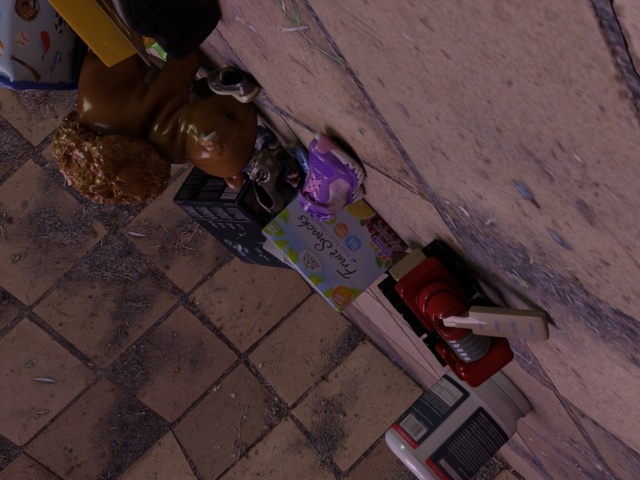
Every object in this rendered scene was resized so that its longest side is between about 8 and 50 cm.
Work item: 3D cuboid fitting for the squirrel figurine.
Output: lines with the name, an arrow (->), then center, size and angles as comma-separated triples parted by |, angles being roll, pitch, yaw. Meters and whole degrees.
squirrel figurine -> -0.328, -0.203, 1.742 | 0.370, 0.397, 0.281 | 31, 158, 21

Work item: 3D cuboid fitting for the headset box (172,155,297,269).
headset box -> -0.146, -0.055, 1.956 | 0.246, 0.131, 0.283 | 5, 148, 48

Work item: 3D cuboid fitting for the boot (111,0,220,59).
boot -> -0.293, -0.424, 1.210 | 0.284, 0.138, 0.377 | 46, -178, 7

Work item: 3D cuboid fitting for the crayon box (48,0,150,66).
crayon box -> -0.407, -0.451, 1.491 | 0.203, 0.083, 0.322 | 52, -166, -54

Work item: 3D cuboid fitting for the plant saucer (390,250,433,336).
plant saucer -> 0.186, 0.098, 1.479 | 0.198, 0.036, 0.198 | 54, -164, -24

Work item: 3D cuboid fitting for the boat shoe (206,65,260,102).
boat shoe -> -0.163, -0.293, 1.562 | 0.152, 0.056, 0.049 | 26, 156, 47

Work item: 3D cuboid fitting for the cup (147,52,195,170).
cup -> -0.405, -0.300, 2.163 | 0.237, 0.331, 0.331 | 16, 160, 26

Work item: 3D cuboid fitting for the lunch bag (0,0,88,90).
lunch bag -> -0.581, -0.466, 1.730 | 0.239, 0.327, 0.385 | 10, -171, 8

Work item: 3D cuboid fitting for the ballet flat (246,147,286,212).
ballet flat -> -0.111, -0.107, 1.688 | 0.084, 0.058, 0.250 | 43, 166, 9

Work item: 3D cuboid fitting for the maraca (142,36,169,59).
maraca -> -0.337, -0.425, 1.649 | 0.186, 0.099, 0.127 | 35, 132, 15

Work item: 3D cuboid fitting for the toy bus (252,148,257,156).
toy bus -> -0.191, -0.211, 1.998 | 0.191, 0.104, 0.202 | 25, 154, 4

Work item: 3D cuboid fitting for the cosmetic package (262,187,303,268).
cosmetic package -> 0.000, 0.000, 1.705 | 0.151, 0.151, 0.184 | 32, 179, -17

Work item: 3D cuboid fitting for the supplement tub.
supplement tub -> 0.289, 0.390, 1.812 | 0.191, 0.272, 0.191 | 46, 174, 6

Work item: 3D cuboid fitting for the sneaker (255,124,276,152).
sneaker -> -0.120, -0.210, 1.852 | 0.058, 0.052, 0.135 | 55, 169, 15

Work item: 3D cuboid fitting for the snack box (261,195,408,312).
snack box -> 0.024, 0.000, 1.561 | 0.207, 0.174, 0.070 | 47, 175, 0

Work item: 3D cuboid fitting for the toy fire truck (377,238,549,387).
toy fire truck -> 0.228, 0.128, 1.257 | 0.217, 0.158, 0.246 | 51, -177, -30

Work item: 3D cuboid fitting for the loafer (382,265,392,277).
loafer -> 0.147, 0.062, 1.791 | 0.125, 0.045, 0.039 | 40, 157, -1

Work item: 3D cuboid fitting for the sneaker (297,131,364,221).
sneaker -> 0.008, -0.093, 1.412 | 0.095, 0.104, 0.236 | 47, 173, 16

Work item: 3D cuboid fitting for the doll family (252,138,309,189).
doll family -> -0.054, -0.141, 1.690 | 0.111, 0.076, 0.193 | 54, 169, -18
